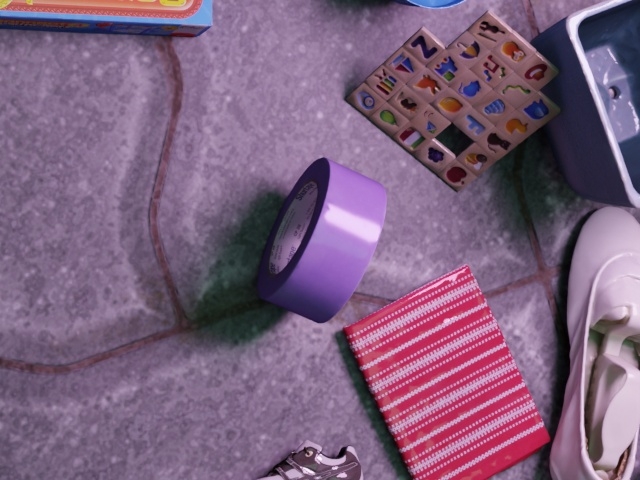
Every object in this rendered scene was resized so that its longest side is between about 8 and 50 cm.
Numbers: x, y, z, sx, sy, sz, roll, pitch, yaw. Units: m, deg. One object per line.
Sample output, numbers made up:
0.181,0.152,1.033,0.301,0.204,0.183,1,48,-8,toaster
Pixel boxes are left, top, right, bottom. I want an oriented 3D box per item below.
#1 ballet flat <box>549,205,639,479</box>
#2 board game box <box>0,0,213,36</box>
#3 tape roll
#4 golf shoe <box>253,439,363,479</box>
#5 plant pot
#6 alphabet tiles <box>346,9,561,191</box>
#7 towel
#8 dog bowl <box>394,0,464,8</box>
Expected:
0.392,0.148,1.882,0.139,0.139,0.400,13,81,-17,ballet flat
-0.285,-0.405,1.713,0.308,0.086,0.302,-1,88,-18,board game box
0.000,0.000,1.740,0.080,0.189,0.189,24,81,-15,tape roll
-0.039,0.297,1.787,0.198,0.077,0.094,2,77,-25,golf shoe
0.399,-0.189,1.842,0.247,0.252,0.247,-23,95,-17,plant pot
0.177,-0.182,1.799,0.198,0.237,0.009,39,42,-13,alphabet tiles
0.167,0.193,1.872,0.198,0.031,0.275,-27,96,-17,towel
0.078,-0.408,1.781,0.297,0.074,0.166,39,78,-12,dog bowl
